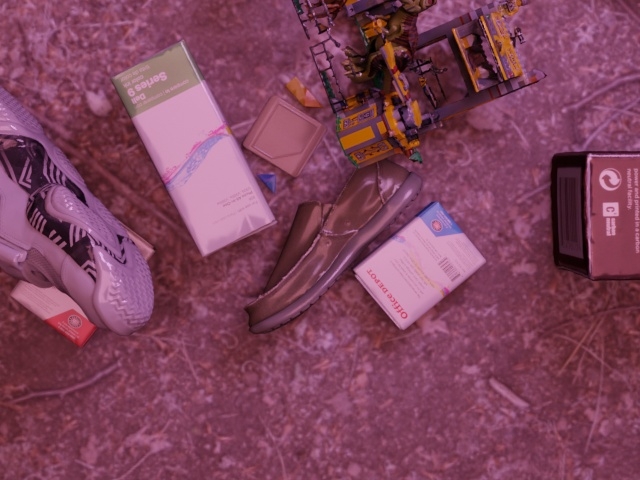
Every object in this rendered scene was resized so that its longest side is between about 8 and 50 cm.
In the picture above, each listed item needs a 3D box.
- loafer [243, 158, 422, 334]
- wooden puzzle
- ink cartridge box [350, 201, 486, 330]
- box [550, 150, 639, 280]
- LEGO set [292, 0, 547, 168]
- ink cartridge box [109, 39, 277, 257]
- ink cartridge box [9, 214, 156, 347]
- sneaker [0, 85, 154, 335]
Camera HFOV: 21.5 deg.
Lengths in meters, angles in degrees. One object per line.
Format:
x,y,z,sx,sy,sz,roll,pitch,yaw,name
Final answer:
0.000,0.000,1.839,0.087,0.094,0.251,44,80,1,loafer
-0.039,-0.116,1.864,0.078,0.014,0.116,38,89,0,wooden puzzle
0.106,0.028,1.860,0.122,0.052,0.088,-39,94,-3,ink cartridge box
0.453,-0.032,1.813,0.382,0.191,0.143,-3,93,-3,box
0.100,-0.244,1.744,0.192,0.255,0.331,-21,82,24,LEGO set
-0.134,-0.095,1.787,0.093,0.154,0.212,-29,94,-2,ink cartridge box
-0.256,0.033,1.833,0.099,0.056,0.135,38,90,-4,ink cartridge box
-0.333,0.005,1.747,0.210,0.137,0.366,-43,63,6,sneaker
